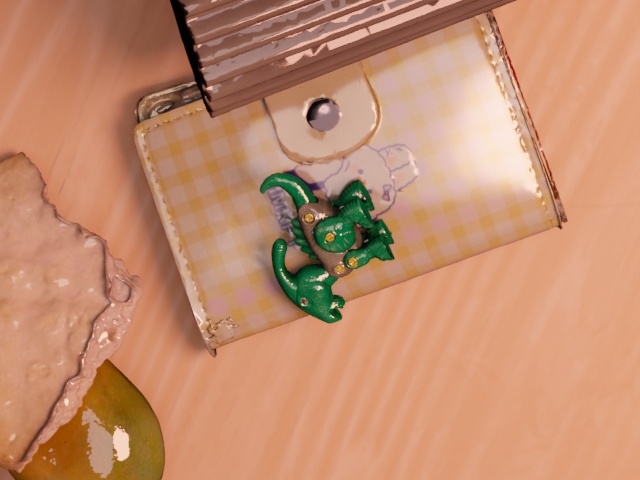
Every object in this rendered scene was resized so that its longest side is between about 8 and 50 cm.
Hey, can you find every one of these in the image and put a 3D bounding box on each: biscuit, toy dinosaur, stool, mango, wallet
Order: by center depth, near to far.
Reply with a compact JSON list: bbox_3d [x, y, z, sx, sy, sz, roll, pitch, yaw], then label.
[{"bbox_3d":[0.030,-0.278,1.399,0.330,0.297,0.297,-17,95,-3],"label":"stool"},{"bbox_3d":[0.000,0.000,1.473,0.096,0.059,0.132,-30,109,12],"label":"toy dinosaur"},{"bbox_3d":[-0.235,0.052,1.494,0.188,0.040,0.265,-11,68,6],"label":"biscuit"},{"bbox_3d":[0.021,-0.059,1.525,0.309,0.077,0.223,-19,99,2],"label":"wallet"},{"bbox_3d":[-0.207,0.145,1.535,0.122,0.085,0.191,-41,83,7],"label":"mango"}]
